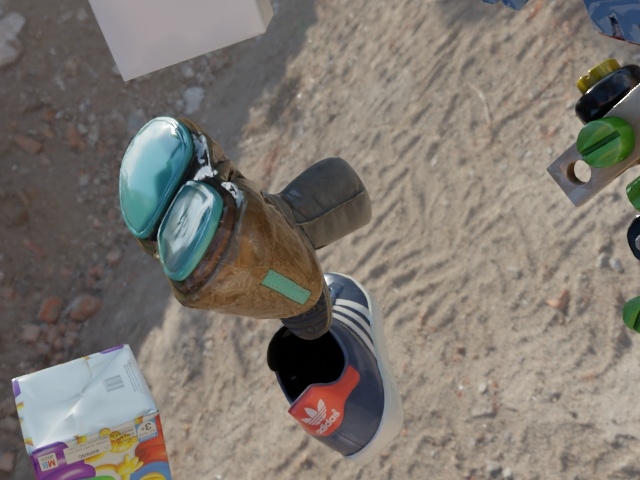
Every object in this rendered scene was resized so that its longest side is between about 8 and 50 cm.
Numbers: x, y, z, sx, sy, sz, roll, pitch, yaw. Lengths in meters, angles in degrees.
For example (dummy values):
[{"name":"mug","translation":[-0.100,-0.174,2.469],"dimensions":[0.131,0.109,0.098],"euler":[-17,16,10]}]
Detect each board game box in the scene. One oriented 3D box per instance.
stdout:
[{"name":"board game box","translation":[-0.261,0.292,0.930],"dimensions":[0.144,0.142,0.275],"euler":[43,143,53]}]

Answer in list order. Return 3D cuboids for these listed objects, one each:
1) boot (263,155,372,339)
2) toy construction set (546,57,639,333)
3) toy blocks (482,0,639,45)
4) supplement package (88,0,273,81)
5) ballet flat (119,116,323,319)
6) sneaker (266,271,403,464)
[{"name":"boot","translation":[0.002,0.000,0.924],"dimensions":[0.076,0.190,0.208],"euler":[-19,4,27]},{"name":"toy construction set","translation":[0.328,-0.052,0.575],"dimensions":[0.308,0.237,0.258],"euler":[-11,88,46]},{"name":"toy blocks","translation":[0.055,-0.232,0.377],"dimensions":[0.191,0.261,0.381],"euler":[-50,46,-5]},{"name":"supplement package","translation":[-0.192,-0.361,1.055],"dimensions":[0.198,0.199,0.263],"euler":[-18,20,6]},{"name":"ballet flat","translation":[-0.084,-0.019,0.641],"dimensions":[0.116,0.124,0.342],"euler":[-59,27,3]},{"name":"sneaker","translation":[-0.002,0.125,0.999],"dimensions":[0.131,0.148,0.350],"euler":[-52,25,14]}]
